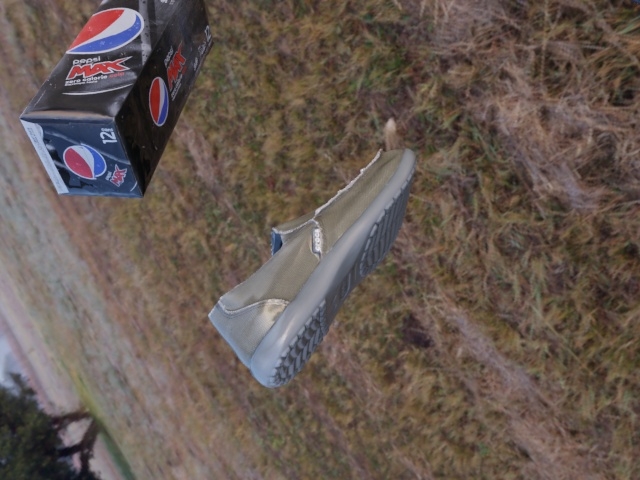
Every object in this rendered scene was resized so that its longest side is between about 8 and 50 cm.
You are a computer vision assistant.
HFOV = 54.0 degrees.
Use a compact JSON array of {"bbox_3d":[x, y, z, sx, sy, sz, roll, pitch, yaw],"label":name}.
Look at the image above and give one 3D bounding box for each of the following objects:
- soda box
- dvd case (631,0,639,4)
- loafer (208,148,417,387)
[{"bbox_3d":[-0.116,-0.104,0.389,0.060,0.053,0.168,85,-169,-48],"label":"soda box"},{"bbox_3d":[0.425,-0.391,0.740,0.180,0.253,0.022,39,179,23],"label":"dvd case"},{"bbox_3d":[0.000,0.000,0.523,0.087,0.251,0.094,28,146,17],"label":"loafer"}]
